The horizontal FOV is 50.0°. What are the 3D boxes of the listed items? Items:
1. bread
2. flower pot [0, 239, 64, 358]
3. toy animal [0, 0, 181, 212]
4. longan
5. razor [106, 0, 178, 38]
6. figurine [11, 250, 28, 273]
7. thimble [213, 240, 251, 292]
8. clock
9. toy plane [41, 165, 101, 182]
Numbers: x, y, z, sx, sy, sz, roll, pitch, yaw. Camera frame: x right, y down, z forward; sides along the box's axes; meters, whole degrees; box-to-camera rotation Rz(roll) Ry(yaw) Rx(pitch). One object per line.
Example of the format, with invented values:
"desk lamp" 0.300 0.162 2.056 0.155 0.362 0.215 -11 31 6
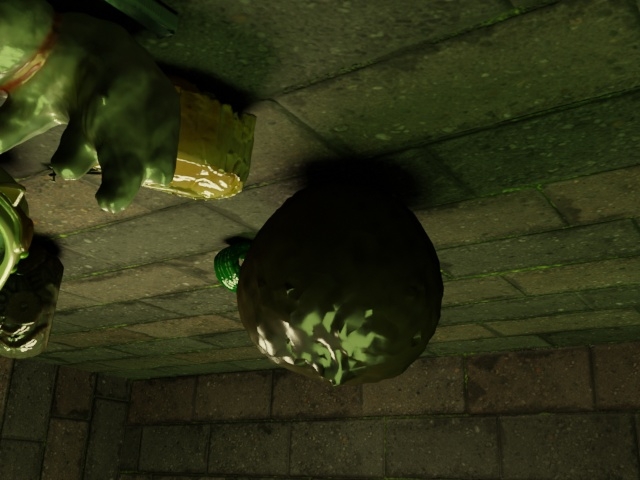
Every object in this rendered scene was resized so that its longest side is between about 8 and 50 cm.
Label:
"bread" -0.221 -0.155 1.013 0.250 0.133 0.179 13 158 -25
"flower pot" -0.758 0.142 1.684 0.213 0.302 0.302 12 158 -19
"toy animal" -0.305 -0.186 0.795 0.266 0.308 0.188 -12 143 -11
"longan" 0.034 0.085 1.280 0.390 0.391 0.391 2 160 1
"razor" -0.271 -0.301 0.755 0.111 0.056 0.277 -11 163 36
"figurine" -0.769 -0.005 1.474 0.263 0.143 0.162 26 -167 -14
"thimble" -0.182 0.063 1.643 0.090 0.118 0.130 -23 175 42
"clock" -0.676 -0.043 1.260 0.286 0.117 0.348 34 125 -26
"toy plane" -0.467 -0.128 1.269 0.120 0.031 0.049 -8 167 18
